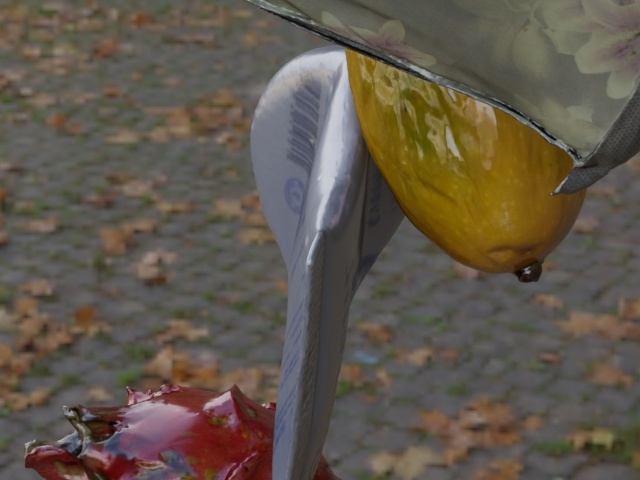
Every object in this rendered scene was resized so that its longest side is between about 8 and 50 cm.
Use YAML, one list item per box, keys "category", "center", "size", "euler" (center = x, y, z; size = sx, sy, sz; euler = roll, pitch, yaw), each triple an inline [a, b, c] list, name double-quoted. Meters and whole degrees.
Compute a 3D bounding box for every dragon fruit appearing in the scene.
- category: "dragon fruit"
  center: [-0.089, 0.197, 1.111]
  size: [0.268, 0.210, 0.205]
  euler: [34, -32, -18]

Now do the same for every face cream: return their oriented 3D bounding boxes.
- category: "face cream"
  center: [0.000, 0.000, 1.052]
  size: [0.137, 0.234, 0.420]
  euler: [10, 32, 1]

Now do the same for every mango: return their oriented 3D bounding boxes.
- category: "mango"
  center: [0.085, -0.148, 0.974]
  size: [0.144, 0.359, 0.187]
  euler: [-14, -20, 13]

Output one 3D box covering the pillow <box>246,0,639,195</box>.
- category: "pillow"
  center: [0.052, -0.131, 0.668]
  size: [0.255, 0.169, 0.059]
  euler: [26, 47, 2]
